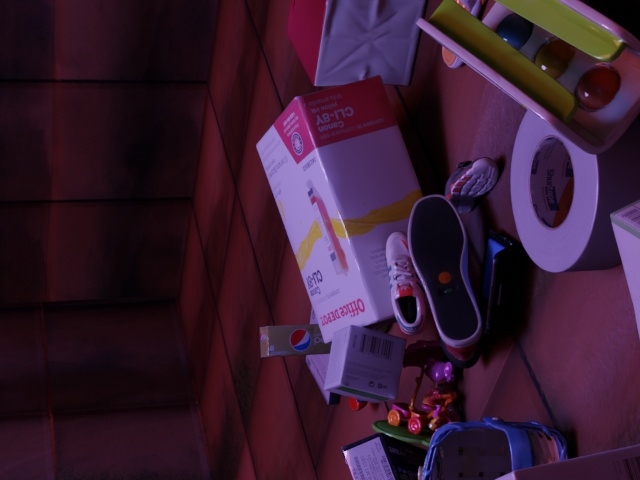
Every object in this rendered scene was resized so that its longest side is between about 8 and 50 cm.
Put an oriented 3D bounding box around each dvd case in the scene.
[{"bbox_3d":[0.014,0.207,2.458,0.179,0.029,0.239,-122,33,-58],"label":"dvd case"}]

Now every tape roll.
[{"bbox_3d":[0.311,-0.071,1.382,0.219,0.072,0.219,178,90,-74],"label":"tape roll"}]

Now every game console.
[{"bbox_3d":[0.241,0.058,1.624,0.071,0.107,0.122,14,111,31],"label":"game console"}]

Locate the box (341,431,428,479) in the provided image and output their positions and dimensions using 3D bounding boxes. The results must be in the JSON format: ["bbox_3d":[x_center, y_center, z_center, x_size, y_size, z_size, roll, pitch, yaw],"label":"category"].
[{"bbox_3d":[0.146,0.442,1.670,0.295,0.073,0.293,40,-151,-67],"label":"box"}]

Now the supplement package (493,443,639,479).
[{"bbox_3d":[0.300,0.310,1.106,0.145,0.262,0.204,125,135,-63],"label":"supplement package"}]

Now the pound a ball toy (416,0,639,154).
[{"bbox_3d":[0.284,-0.238,1.272,0.208,0.136,0.319,-54,44,11],"label":"pound a ball toy"}]

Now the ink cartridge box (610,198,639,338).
[{"bbox_3d":[0.387,0.088,1.187,0.235,0.056,0.171,69,172,-24],"label":"ink cartridge box"}]

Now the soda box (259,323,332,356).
[{"bbox_3d":[-0.019,0.185,2.118,0.061,0.181,0.058,160,107,-71],"label":"soda box"}]

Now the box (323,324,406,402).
[{"bbox_3d":[0.071,0.199,1.821,0.087,0.101,0.102,146,138,-68],"label":"box"}]

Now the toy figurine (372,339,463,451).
[{"bbox_3d":[0.174,0.242,1.837,0.173,0.130,0.159,14,96,50],"label":"toy figurine"}]

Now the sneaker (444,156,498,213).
[{"bbox_3d":[0.218,-0.097,1.711,0.158,0.061,0.065,125,146,-62],"label":"sneaker"}]

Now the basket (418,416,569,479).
[{"bbox_3d":[0.231,0.353,1.467,0.289,0.201,0.255,173,96,-83],"label":"basket"}]

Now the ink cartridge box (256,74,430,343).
[{"bbox_3d":[0.053,-0.041,1.912,0.385,0.160,0.279,70,159,6],"label":"ink cartridge box"}]

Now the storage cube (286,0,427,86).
[{"bbox_3d":[0.059,-0.395,1.981,0.193,0.183,0.215,-114,27,-49],"label":"storage cube"}]

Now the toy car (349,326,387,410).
[{"bbox_3d":[0.087,0.182,2.179,0.225,0.053,0.239,115,148,-56],"label":"toy car"}]

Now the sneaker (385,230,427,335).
[{"bbox_3d":[0.132,0.062,1.720,0.075,0.057,0.161,49,-146,-82],"label":"sneaker"}]

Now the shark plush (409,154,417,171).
[{"bbox_3d":[0.128,-0.109,1.983,0.161,0.067,0.073,174,95,-73],"label":"shark plush"}]

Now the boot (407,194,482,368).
[{"bbox_3d":[0.191,0.065,1.720,0.176,0.088,0.244,65,-166,-68],"label":"boot"}]

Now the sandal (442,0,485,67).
[{"bbox_3d":[0.201,-0.377,1.701,0.102,0.076,0.265,-114,27,-50],"label":"sandal"}]
